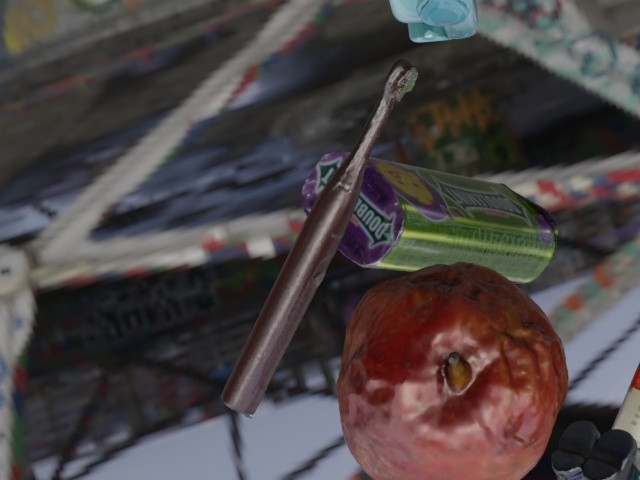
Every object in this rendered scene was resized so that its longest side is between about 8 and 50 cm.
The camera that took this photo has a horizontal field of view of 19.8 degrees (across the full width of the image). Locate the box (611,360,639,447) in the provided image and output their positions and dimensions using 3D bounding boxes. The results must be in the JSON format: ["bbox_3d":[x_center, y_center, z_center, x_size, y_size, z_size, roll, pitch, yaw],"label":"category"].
[{"bbox_3d":[0.305,0.126,1.678,0.034,0.132,0.235,24,179,12],"label":"box"}]

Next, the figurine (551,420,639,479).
[{"bbox_3d":[0.171,0.165,1.041,0.077,0.079,0.136,12,157,37],"label":"figurine"}]

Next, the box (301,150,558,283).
[{"bbox_3d":[0.129,-0.023,2.006,0.345,0.134,0.097,8,120,-55],"label":"box"}]

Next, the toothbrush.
[{"bbox_3d":[-0.001,0.000,1.662,0.364,0.041,0.041,-64,160,15],"label":"toothbrush"}]

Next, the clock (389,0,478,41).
[{"bbox_3d":[0.111,-0.332,1.955,0.094,0.223,0.274,-6,179,9],"label":"clock"}]

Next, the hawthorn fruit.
[{"bbox_3d":[0.110,0.116,1.504,0.207,0.207,0.243,-19,172,-1],"label":"hawthorn fruit"}]
